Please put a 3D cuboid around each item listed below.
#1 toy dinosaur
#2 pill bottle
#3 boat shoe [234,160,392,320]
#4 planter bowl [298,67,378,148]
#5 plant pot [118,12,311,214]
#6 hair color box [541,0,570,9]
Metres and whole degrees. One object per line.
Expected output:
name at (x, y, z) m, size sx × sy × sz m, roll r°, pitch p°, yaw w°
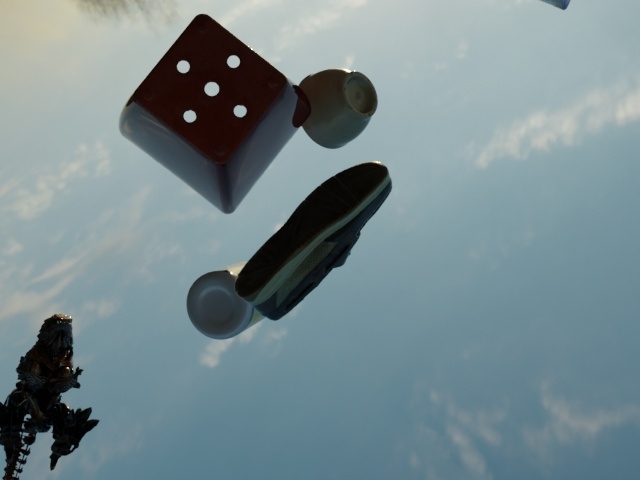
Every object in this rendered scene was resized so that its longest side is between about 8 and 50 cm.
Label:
toy dinosaur at (-0.507, 0.304, 1.276) m, size 0.164 × 0.322 × 0.218 m, roll -4°, pitch -169°, yaw -27°
pill bottle at (-0.128, 0.087, 1.098) m, size 0.103 × 0.103 × 0.184 m, roll -22°, pitch 180°, yaw 15°
boat shoe at (0.000, 0.000, 0.553) m, size 0.152 × 0.049 × 0.056 m, roll -41°, pitch -143°, yaw -4°
planter bowl at (0.045, -0.276, 1.403) m, size 0.109 × 0.162 × 0.162 m, roll -15°, pitch -146°, yaw 48°
plant pot at (-0.182, -0.234, 1.210) m, size 0.267 × 0.267 × 0.236 m, roll -53°, pitch -176°, yaw -6°
hair color box at (0.400, -0.582, 1.155) m, size 0.185 × 0.110 × 0.339 m, roll 29°, pitch -78°, yaw 18°
